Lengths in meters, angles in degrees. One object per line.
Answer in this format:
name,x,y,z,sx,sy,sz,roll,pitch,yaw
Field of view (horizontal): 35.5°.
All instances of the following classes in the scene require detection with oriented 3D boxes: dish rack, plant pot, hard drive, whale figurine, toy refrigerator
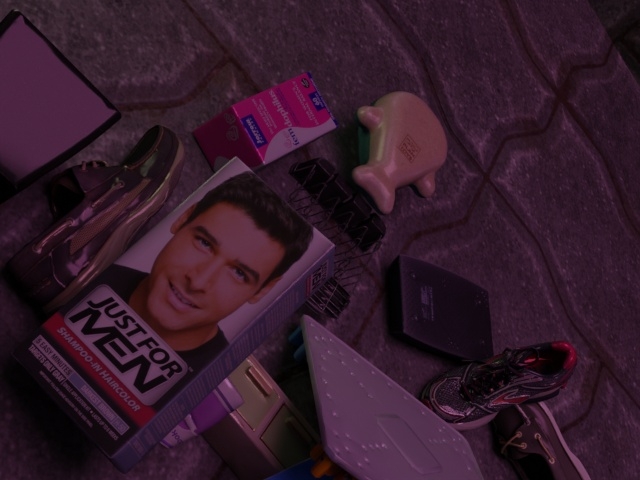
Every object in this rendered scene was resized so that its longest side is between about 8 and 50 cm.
dish rack,0.000,0.000,1.703,0.208,0.074,0.271,46,46,-17
plant pot,-0.407,-0.150,1.291,0.188,0.187,0.167,47,56,-18
hard drive,0.223,0.136,1.869,0.254,0.054,0.172,21,56,-38
whale figurine,0.122,-0.153,1.854,0.216,0.141,0.272,47,48,-18
toy refrigerator,-0.078,0.289,1.455,0.269,0.094,0.102,52,43,-12

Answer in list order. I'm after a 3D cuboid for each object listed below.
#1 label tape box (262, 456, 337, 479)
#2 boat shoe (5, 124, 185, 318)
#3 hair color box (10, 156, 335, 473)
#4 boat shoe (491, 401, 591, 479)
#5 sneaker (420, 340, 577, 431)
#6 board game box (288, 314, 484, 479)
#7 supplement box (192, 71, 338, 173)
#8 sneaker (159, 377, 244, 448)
label tape box,0.007,0.483,1.340,0.249,0.115,0.348,-16,94,-40
boat shoe,-0.302,-0.054,1.375,0.130,0.132,0.355,43,45,-20
hair color box,-0.175,0.089,1.263,0.185,0.113,0.374,42,72,15
boat shoe,0.393,0.385,1.874,0.091,0.109,0.305,-38,93,-39
sneaker,0.319,0.247,1.797,0.299,0.112,0.121,-18,63,-17
board game box,0.118,0.321,1.510,0.390,0.050,0.390,39,13,-19
supplement box,-0.089,-0.186,1.675,0.220,0.114,0.111,-34,97,-47
sneaker,-0.242,0.151,1.355,0.282,0.161,0.102,53,-6,30
